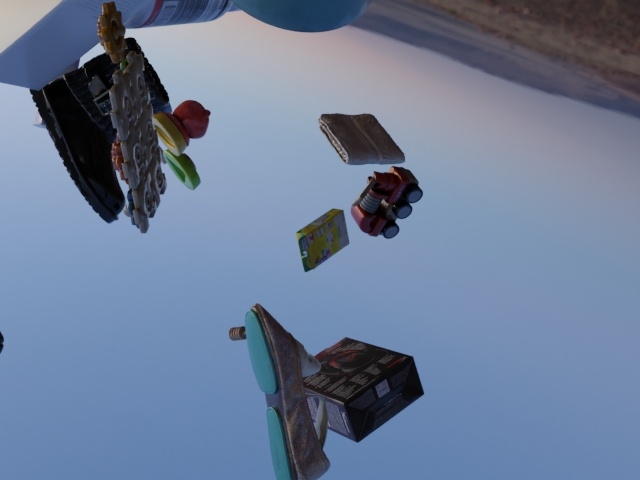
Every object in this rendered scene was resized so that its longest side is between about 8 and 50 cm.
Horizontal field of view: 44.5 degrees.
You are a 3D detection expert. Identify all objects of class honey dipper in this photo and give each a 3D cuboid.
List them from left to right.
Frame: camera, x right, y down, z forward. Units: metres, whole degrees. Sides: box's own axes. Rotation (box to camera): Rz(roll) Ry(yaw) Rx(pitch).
[{"bbox_3d":[-0.133,0.193,1.655,0.160,0.030,0.030,-12,170,42],"label":"honey dipper"}]

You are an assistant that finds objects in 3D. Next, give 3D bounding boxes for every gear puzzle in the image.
[{"bbox_3d":[-0.296,-0.185,1.176,0.044,0.339,0.175,-2,-147,4],"label":"gear puzzle"}]

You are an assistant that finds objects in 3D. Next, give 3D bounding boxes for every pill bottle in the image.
[{"bbox_3d":[-0.318,-0.596,1.765,0.210,0.210,0.363,29,-148,28],"label":"pill bottle"}]

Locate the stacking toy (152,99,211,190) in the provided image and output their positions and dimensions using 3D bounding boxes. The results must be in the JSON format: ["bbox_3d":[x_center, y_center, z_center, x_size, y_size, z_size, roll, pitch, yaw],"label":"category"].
[{"bbox_3d":[-0.388,-0.300,2.086,0.309,0.130,0.279,39,161,34],"label":"stacking toy"}]

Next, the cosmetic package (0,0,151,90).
[{"bbox_3d":[-0.481,-0.503,1.471,0.161,0.453,0.230,-1,-115,-62],"label":"cosmetic package"}]

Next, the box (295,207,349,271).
[{"bbox_3d":[0.000,0.000,2.034,0.043,0.105,0.179,10,-148,38],"label":"box"}]

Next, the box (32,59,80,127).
[{"bbox_3d":[-0.608,-0.421,1.841,0.063,0.324,0.067,12,179,-37],"label":"box"}]

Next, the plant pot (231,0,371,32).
[{"bbox_3d":[-0.020,-0.527,1.266,0.293,0.235,0.293,6,-120,-11],"label":"plant pot"}]

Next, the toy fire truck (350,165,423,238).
[{"bbox_3d":[0.158,-0.113,2.320,0.246,0.217,0.158,9,-144,-35],"label":"toy fire truck"}]

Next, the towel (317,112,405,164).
[{"bbox_3d":[0.114,-0.299,2.263,0.187,0.049,0.282,-4,-145,-21],"label":"towel"}]

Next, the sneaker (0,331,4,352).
[{"bbox_3d":[-0.732,0.146,1.465,0.271,0.100,0.108,43,159,-32],"label":"sneaker"}]

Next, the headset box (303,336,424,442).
[{"bbox_3d":[0.064,0.343,1.865,0.218,0.110,0.293,-28,-160,-30],"label":"headset box"}]

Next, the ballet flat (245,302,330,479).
[{"bbox_3d":[-0.048,0.250,1.297,0.106,0.316,0.107,-12,-176,-27],"label":"ballet flat"}]

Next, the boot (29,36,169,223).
[{"bbox_3d":[-0.434,-0.234,1.685,0.260,0.348,0.131,-25,-166,-5],"label":"boot"}]
